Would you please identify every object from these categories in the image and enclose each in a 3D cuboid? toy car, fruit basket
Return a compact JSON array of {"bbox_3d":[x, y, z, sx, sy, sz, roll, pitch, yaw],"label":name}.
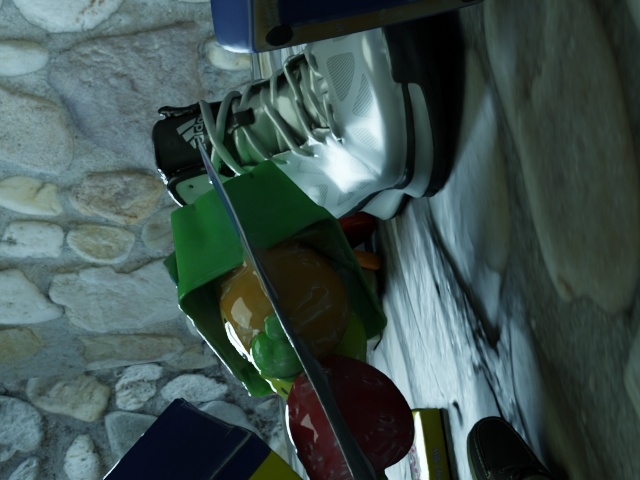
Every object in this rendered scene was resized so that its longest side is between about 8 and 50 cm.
[{"bbox_3d":[0.000,0.000,1.500,0.182,0.159,0.136,38,103,30],"label":"toy car"},{"bbox_3d":[-0.013,0.121,1.069,0.327,0.165,0.353,62,-174,-58],"label":"fruit basket"}]

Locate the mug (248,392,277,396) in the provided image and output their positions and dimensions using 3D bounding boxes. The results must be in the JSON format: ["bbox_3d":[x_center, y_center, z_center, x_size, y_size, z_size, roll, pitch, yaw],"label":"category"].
[{"bbox_3d":[-0.028,0.175,1.798,0.150,0.169,0.113,121,142,-80],"label":"mug"}]

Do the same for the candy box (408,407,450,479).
[{"bbox_3d":[0.119,0.279,1.264,0.105,0.027,0.205,135,127,-78],"label":"candy box"}]

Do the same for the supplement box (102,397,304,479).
[{"bbox_3d":[-0.044,0.340,1.101,0.356,0.195,0.194,48,163,-20],"label":"supplement box"}]

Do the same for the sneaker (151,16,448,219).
[{"bbox_3d":[-0.032,-0.098,1.151,0.447,0.258,0.169,110,152,-75],"label":"sneaker"}]

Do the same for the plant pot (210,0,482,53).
[{"bbox_3d":[0.007,-0.269,0.792,0.236,0.236,0.212,92,162,-56],"label":"plant pot"}]

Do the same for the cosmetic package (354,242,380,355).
[{"bbox_3d":[0.028,0.034,1.636,0.099,0.060,0.239,101,161,-72],"label":"cosmetic package"}]

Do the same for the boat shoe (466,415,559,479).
[{"bbox_3d":[0.146,0.177,0.831,0.049,0.056,0.152,96,156,-44],"label":"boat shoe"}]
